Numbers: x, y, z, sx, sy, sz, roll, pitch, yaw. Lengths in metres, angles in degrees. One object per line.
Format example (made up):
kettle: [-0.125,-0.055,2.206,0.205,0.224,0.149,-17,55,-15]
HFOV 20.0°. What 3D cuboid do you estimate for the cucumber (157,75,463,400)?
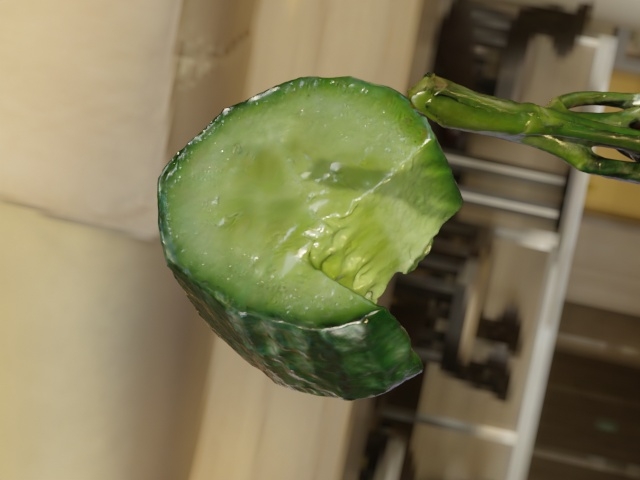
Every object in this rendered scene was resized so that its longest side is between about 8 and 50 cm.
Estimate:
cucumber: [-0.008,-0.006,1.163,0.130,0.191,0.191,70,32,-65]

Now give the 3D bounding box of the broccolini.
broccolini: [0.116,-0.053,0.722,0.201,0.074,0.058,17,67,-39]
